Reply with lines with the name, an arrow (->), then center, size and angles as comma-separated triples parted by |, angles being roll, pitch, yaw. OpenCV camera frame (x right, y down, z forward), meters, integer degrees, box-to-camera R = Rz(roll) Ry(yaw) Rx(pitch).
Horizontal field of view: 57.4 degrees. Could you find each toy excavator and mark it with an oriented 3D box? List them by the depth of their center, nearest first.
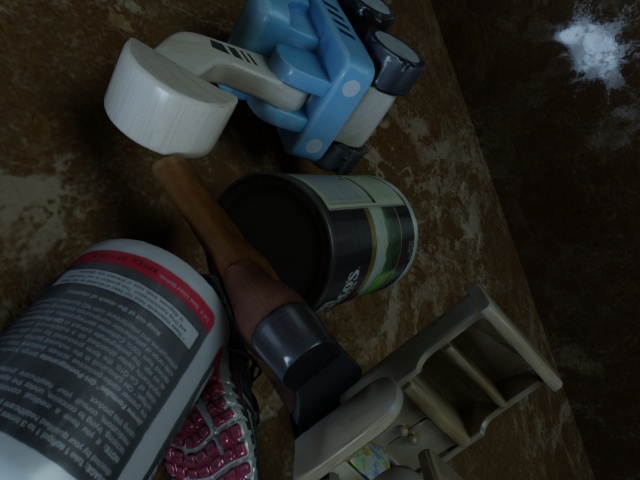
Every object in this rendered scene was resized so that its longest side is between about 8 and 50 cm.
toy excavator -> -0.077, -0.239, 0.834 | 0.445, 0.222, 0.433 | 11, 42, -32

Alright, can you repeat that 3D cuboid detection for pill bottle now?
pill bottle -> -0.218, 0.157, 0.488 | 0.176, 0.176, 0.318 | 58, 35, -25

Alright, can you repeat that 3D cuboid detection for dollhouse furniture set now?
dollhouse furniture set -> 0.182, 0.267, 0.664 | 0.362, 0.256, 0.394 | 45, 14, -17

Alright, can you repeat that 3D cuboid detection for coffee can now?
coffee can -> 0.000, 0.000, 0.866 | 0.275, 0.202, 0.201 | -10, 85, -58

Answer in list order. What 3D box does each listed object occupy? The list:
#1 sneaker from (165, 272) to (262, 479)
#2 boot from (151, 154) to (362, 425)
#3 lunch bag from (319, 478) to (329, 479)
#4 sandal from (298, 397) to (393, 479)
sneaker -> -0.113, 0.182, 0.692 | 0.112, 0.121, 0.299 | 8, 69, -59
boot -> -0.081, 0.065, 0.672 | 0.280, 0.096, 0.264 | 49, -5, 28
lunch bag -> -0.032, 0.433, 0.626 | 0.305, 0.213, 0.256 | -13, 85, -57
sandal -> 0.096, 0.383, 0.937 | 0.167, 0.107, 0.445 | -42, 112, -55
